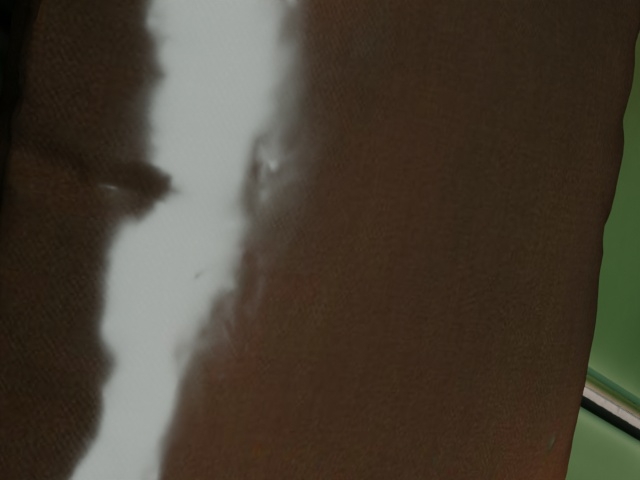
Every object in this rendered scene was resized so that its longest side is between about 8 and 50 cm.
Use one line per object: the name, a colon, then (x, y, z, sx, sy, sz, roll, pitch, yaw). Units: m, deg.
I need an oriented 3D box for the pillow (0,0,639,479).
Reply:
pillow: (0.000, 0.000, 0.572, 0.305, 0.108, 0.307, 7, 94, -49)
